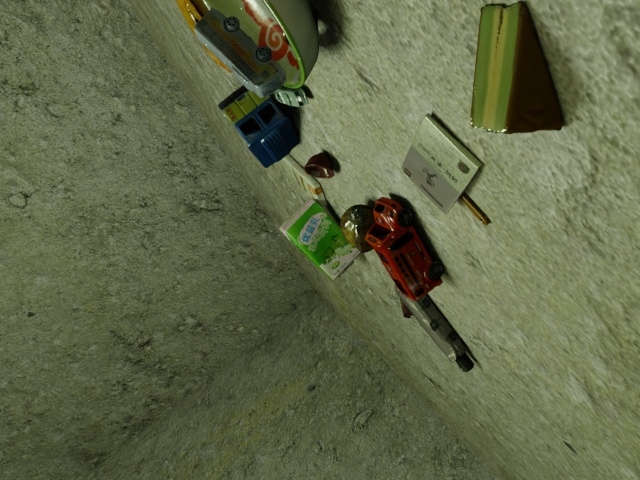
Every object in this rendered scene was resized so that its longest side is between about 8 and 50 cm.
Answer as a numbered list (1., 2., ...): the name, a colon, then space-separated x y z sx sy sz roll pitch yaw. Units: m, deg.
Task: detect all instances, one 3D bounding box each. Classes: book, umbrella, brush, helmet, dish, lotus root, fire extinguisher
1. book: 0.204 -0.127 0.925 0.127 0.014 0.182 48 162 13
2. umbrella: 0.342 0.251 1.580 0.337 0.067 0.073 52 -179 -2
3. brush: 0.242 -0.092 0.952 0.170 0.014 0.043 50 172 9
4. helmet: 0.003 -0.219 1.501 0.089 0.057 0.111 18 169 -10
5. dish: -0.102 -0.449 0.979 0.324 0.124 0.324 45 173 7
6. lotus root: 0.115 -0.038 1.459 0.120 0.120 0.209 48 172 26
7. fire extinguisher: 0.266 0.181 1.663 0.132 0.039 0.056 -94 -17 -45

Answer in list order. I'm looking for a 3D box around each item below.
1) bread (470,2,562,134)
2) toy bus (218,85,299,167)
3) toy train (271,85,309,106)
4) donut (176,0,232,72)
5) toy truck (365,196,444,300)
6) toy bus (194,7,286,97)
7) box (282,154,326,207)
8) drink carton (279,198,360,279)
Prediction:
1. bread: 0.232 -0.198 0.614 0.074 0.084 0.139 -145 50 -62
2. toy bus: -0.172 -0.334 1.547 0.175 0.138 0.287 53 -179 6
3. toy train: -0.083 -0.376 1.362 0.207 0.047 0.043 40 159 58
4. donut: -0.283 -0.588 1.358 0.303 0.110 0.303 51 173 9
5. toy truck: 0.194 0.020 1.283 0.253 0.114 0.107 56 171 -25
6. toy bus: -0.150 -0.352 0.996 0.190 0.075 0.064 45 172 8
7. box: -0.062 -0.219 1.884 0.220 0.032 0.122 47 169 32
8. drink carton: 0.000 0.000 1.904 0.271 0.161 0.108 46 175 -16
